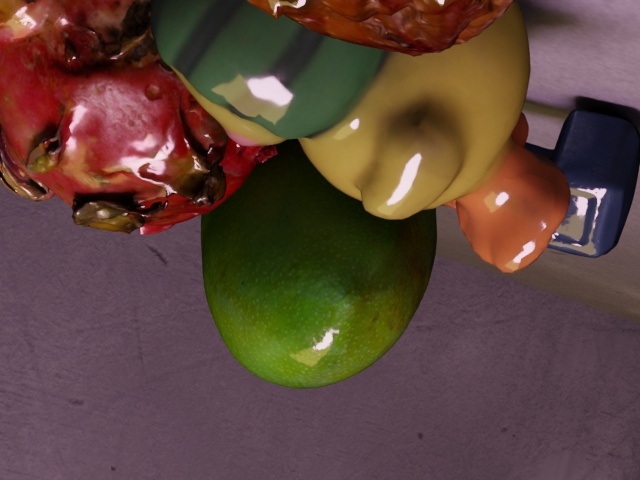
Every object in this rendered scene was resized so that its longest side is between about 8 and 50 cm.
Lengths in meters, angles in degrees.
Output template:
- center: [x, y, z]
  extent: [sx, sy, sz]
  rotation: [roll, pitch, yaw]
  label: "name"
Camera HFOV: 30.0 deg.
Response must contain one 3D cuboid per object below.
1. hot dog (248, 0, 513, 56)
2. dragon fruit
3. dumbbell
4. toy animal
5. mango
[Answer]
- center: [-0.032, -0.185, 0.527]
  extent: [0.266, 0.174, 0.387]
  rotation: [15, 175, -4]
  label: "hot dog"
- center: [-0.178, -0.149, 0.974]
  extent: [0.250, 0.269, 0.291]
  rotation: [-16, 133, 42]
  label: "dragon fruit"
- center: [0.158, -0.084, 1.218]
  extent: [0.324, 0.144, 0.160]
  rotation: [16, -175, 18]
  label: "dumbbell"
- center: [0.041, -0.132, 0.851]
  extent: [0.338, 0.191, 0.216]
  rotation: [29, -159, -26]
  label: "toy animal"
- center: [0.000, 0.000, 1.040]
  extent: [0.201, 0.225, 0.382]
  rotation: [56, -173, -19]
  label: "mango"
